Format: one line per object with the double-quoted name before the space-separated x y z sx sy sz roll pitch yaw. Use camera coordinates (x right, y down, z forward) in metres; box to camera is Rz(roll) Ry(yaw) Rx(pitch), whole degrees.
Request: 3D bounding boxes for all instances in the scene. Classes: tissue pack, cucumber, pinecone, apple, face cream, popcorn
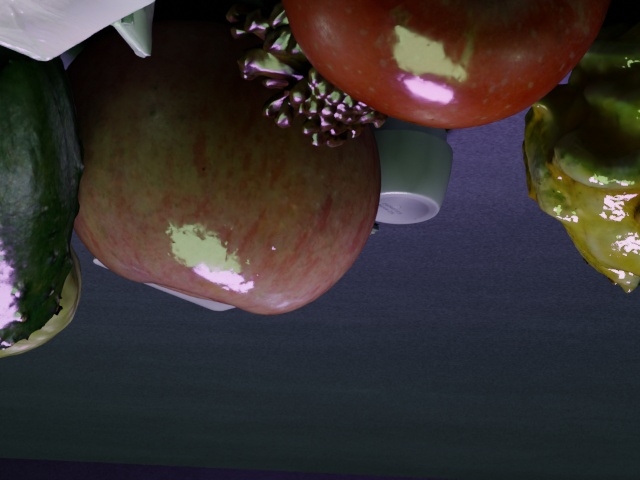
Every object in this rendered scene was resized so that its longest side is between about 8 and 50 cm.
"tissue pack" -0.173 -0.252 1.049 0.156 0.209 0.148 18 154 -36
"cucumber" -0.276 -0.042 1.250 0.145 0.105 0.325 -2 128 -20
"pinecone" 0.008 -0.182 1.231 0.179 0.195 0.150 -35 -172 1
"apple" -0.109 -0.060 1.431 0.345 0.269 0.345 3 159 1
"apple" 0.084 -0.214 1.037 0.260 0.260 0.216 13 177 -21
"face cream" 0.087 -0.082 1.557 0.117 0.104 0.117 2 159 1
"popcorn" 0.342 -0.057 1.280 0.321 0.325 0.290 -3 159 33

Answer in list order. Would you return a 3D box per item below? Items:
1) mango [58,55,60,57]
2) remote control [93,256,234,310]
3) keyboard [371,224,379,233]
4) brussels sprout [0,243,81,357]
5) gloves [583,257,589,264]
"mango" -0.382 -0.201 1.282 0.253 0.182 0.365 -1 146 23
"remote control" -0.203 0.047 2.022 0.103 0.034 0.250 -17 150 41
"keyboard" 0.000 -0.001 1.896 0.055 0.014 0.176 17 155 -36
"brussels sprout" -0.455 0.027 1.761 0.328 0.247 0.328 -8 149 -5
"gloves" 0.471 -0.010 1.599 0.357 0.155 0.203 17 153 10
